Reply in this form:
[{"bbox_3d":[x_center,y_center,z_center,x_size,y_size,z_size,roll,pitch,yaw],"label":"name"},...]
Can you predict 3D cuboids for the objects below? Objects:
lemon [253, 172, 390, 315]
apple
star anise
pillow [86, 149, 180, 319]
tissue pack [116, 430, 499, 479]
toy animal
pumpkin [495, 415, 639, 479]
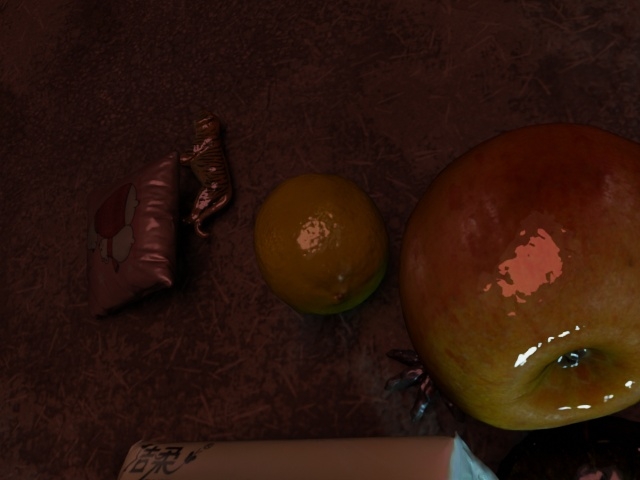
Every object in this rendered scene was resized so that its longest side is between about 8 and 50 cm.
[{"bbox_3d":[0.000,0.000,0.707,0.178,0.178,0.203,-23,52,8],"label":"lemon"},{"bbox_3d":[0.226,0.041,0.545,0.299,0.299,0.275,-3,44,16],"label":"apple"},{"bbox_3d":[0.141,0.162,0.670,0.141,0.042,0.140,-7,67,17],"label":"star anise"},{"bbox_3d":[-0.295,-0.007,0.831,0.223,0.084,0.236,-23,64,31],"label":"pillow"},{"bbox_3d":[-0.046,0.356,0.456,0.405,0.205,0.331,-15,40,32],"label":"tissue pack"},{"bbox_3d":[-0.194,-0.114,0.879,0.099,0.057,0.241,-22,64,8],"label":"toy animal"},{"bbox_3d":[0.278,0.285,0.512,0.238,0.159,0.237,-4,72,13],"label":"pumpkin"}]
